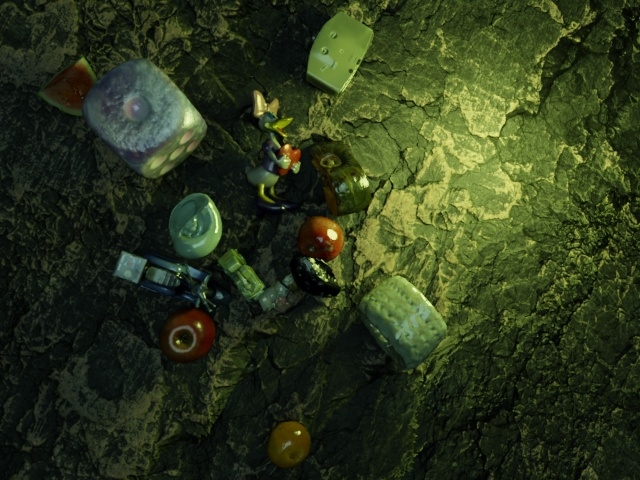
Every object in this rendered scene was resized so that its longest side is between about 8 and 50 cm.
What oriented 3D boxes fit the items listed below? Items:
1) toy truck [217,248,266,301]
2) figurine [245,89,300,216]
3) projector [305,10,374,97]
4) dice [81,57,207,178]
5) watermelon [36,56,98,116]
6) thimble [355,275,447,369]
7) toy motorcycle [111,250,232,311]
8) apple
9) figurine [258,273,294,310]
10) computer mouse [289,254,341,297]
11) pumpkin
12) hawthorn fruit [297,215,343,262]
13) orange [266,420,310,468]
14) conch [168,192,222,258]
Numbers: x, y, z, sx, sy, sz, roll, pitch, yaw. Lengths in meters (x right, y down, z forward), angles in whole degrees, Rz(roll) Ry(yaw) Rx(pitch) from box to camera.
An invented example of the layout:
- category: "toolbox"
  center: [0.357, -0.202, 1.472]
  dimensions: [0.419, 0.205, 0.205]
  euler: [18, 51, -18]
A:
- category: "toy truck"
  center: [-0.268, 0.113, 1.423]
  dimensions: [0.085, 0.116, 0.191]
  euler: [-39, 67, -7]
- category: "figurine"
  center: [-0.169, -0.290, 1.465]
  dimensions: [0.193, 0.154, 0.422]
  euler: [10, 96, 26]
- category: "projector"
  center: [0.052, -0.672, 1.531]
  dimensions: [0.193, 0.088, 0.270]
  euler: [29, 84, -6]
- category: "dice"
  center: [-0.545, -0.376, 1.343]
  dimensions: [0.270, 0.271, 0.270]
  euler: [-44, 95, -7]
- category: "watermelon"
  center: [-0.802, -0.487, 1.403]
  dimensions: [0.193, 0.137, 0.145]
  euler: [-45, 130, -7]
- category: "thimble"
  center: [0.276, 0.282, 1.452]
  dimensions: [0.195, 0.291, 0.292]
  euler: [-38, 94, -9]
- category: "toy motorcycle"
  center: [-0.458, 0.137, 1.370]
  dimensions: [0.358, 0.212, 0.125]
  euler: [20, 85, -7]
- category: "apple"
  center: [-0.435, 0.308, 1.394]
  dimensions: [0.180, 0.168, 0.181]
  euler: [1, 83, -10]
- category: "figurine"
  center: [-0.149, 0.185, 1.497]
  dimensions: [0.146, 0.081, 0.098]
  euler: [-26, 136, -13]
- category: "computer mouse"
  center: [-0.023, 0.137, 1.458]
  dimensions: [0.242, 0.146, 0.078]
  euler: [45, 50, -34]
- category: "pumpkin"
  center: [0.069, -0.214, 1.525]
  dimensions: [0.139, 0.190, 0.281]
  euler: [-19, 48, -8]
- category: "hawthorn fruit"
  center: [0.000, 0.000, 1.463]
  dimensions: [0.172, 0.173, 0.173]
  euler: [0, 88, -8]
- category: "orange"
  center: [-0.111, 0.694, 1.455]
  dimensions: [0.154, 0.134, 0.155]
  euler: [-7, 111, -19]
- category: "conch"
  center: [-0.420, -0.046, 1.428]
  dimensions: [0.184, 0.121, 0.221]
  euler: [16, 79, -4]
